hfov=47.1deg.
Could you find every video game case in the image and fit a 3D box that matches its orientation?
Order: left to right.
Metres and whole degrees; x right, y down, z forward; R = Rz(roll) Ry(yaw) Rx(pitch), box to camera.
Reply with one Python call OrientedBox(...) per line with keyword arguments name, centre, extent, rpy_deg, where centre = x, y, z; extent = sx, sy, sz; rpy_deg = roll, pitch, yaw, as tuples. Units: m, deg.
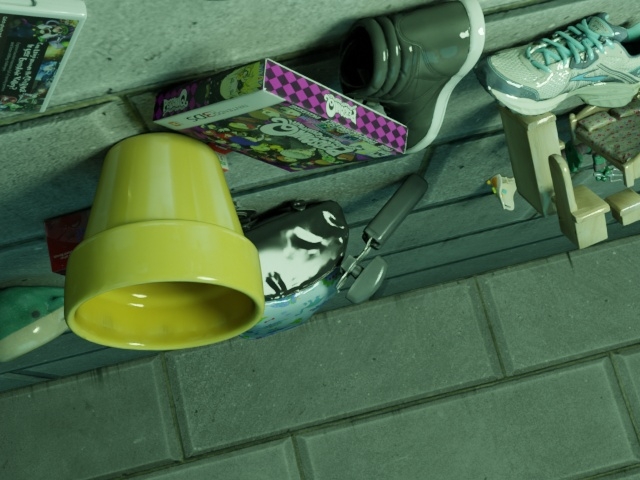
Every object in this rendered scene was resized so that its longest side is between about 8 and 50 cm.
OrientedBox(name="video game case", centre=(-0.332, -0.176, 0.698), extent=(0.173, 0.022, 0.190), rpy_deg=(-5, 163, -34))
OrientedBox(name="video game case", centre=(-0.048, -0.140, 0.885), extent=(0.210, 0.042, 0.232), rpy_deg=(-3, 166, 45))

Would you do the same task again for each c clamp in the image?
OrientedBox(name="c clamp", centre=(-0.195, -0.041, 1.402), extent=(0.160, 0.022, 0.137), rpy_deg=(-27, 167, 39))

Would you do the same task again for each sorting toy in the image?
OrientedBox(name="sorting toy", centre=(0.412, -0.104, 1.649), extent=(0.045, 0.075, 0.083), rpy_deg=(-24, 163, 35))

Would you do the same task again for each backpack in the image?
OrientedBox(name="backpack", centre=(-0.103, 0.074, 1.546), extent=(0.290, 0.273, 0.355), rpy_deg=(-22, -176, -21))

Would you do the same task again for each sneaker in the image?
OrientedBox(name="sneaker", centre=(0.084, -0.192, 0.913), extent=(0.147, 0.105, 0.296), rpy_deg=(-8, 162, -12))
OrientedBox(name="sneaker", centre=(0.332, -0.249, 0.978), extent=(0.283, 0.110, 0.122), rpy_deg=(-11, 149, -25))

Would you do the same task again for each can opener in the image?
OrientedBox(name="can opener", centre=(0.130, 0.001, 1.442), extent=(0.283, 0.095, 0.076), rpy_deg=(-49, 172, -12))

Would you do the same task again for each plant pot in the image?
OrientedBox(name="plant pot", centre=(-0.209, -0.003, 0.992), extent=(0.254, 0.239, 0.254), rpy_deg=(-6, 153, -3))

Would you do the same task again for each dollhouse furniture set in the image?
OrientedBox(name="dollhouse furniture set", centre=(0.486, -0.185, 1.153), extent=(0.355, 0.174, 0.303), rpy_deg=(-22, -149, 0))

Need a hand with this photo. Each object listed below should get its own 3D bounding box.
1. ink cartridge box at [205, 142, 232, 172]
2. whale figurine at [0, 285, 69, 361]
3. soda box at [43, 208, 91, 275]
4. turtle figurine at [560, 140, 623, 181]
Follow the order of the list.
OrientedBox(name="ink cartridge box", centre=(-0.172, -0.115, 1.093), extent=(0.115, 0.029, 0.063), rpy_deg=(-20, 165, 25))
OrientedBox(name="whale figurine", centre=(-0.599, 0.145, 1.566), extent=(0.216, 0.141, 0.272), rpy_deg=(-26, -173, 41))
OrientedBox(name="soda box", centre=(-0.313, -0.016, 1.216), extent=(0.263, 0.092, 0.083), rpy_deg=(-16, 168, 4))
OrientedBox(name="turtle figurine", centre=(0.557, -0.179, 1.405), extent=(0.234, 0.118, 0.175), rpy_deg=(-14, 160, -14))
